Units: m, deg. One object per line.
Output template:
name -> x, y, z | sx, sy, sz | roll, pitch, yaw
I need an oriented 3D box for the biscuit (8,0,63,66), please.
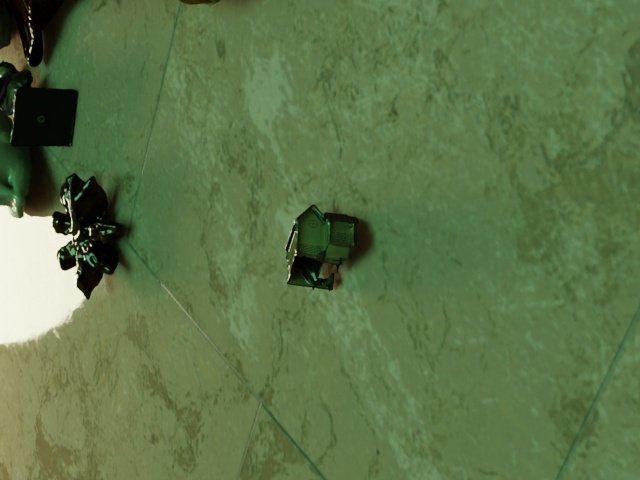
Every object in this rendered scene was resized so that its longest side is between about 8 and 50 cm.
biscuit -> -0.360, -0.348, 1.445 | 0.235, 0.063, 0.151 | -38, 68, 46

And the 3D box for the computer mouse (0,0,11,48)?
computer mouse -> -0.466, -0.317, 1.561 | 0.231, 0.071, 0.126 | -126, 25, -72

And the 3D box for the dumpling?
dumpling -> -0.447, -0.106, 1.567 | 0.105, 0.149, 0.217 | -41, 56, 7

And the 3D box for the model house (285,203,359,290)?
model house -> 0.000, 0.000, 1.025 | 0.083, 0.057, 0.058 | 108, 168, -54

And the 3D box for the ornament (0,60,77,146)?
ornament -> -0.411, -0.194, 1.509 | 0.203, 0.081, 0.088 | 37, 121, 45

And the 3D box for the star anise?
star anise -> -0.293, -0.009, 1.399 | 0.168, 0.057, 0.168 | 28, 125, 51

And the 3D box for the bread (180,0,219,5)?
bread -> -0.114, -0.287, 1.118 | 0.233, 0.076, 0.105 | 22, 99, 57
